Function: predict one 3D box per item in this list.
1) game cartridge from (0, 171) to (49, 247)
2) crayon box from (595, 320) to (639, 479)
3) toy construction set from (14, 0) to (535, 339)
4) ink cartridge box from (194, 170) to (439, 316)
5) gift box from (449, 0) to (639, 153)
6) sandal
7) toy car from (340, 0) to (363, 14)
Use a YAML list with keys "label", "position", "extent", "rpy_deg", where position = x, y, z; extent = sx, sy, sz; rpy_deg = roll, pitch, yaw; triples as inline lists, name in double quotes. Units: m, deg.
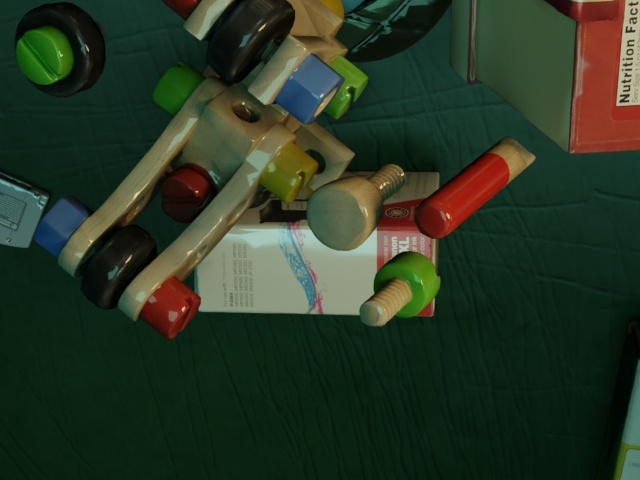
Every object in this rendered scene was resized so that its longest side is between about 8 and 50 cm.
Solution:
- label: "game cartridge"
  position: [-0.263, -0.029, 1.272]
  extent: [0.083, 0.017, 0.056]
  rpy_deg: [24, 108, -4]
- label: "crayon box"
  position: [0.318, 0.233, 1.283]
  extent: [0.202, 0.081, 0.318]
  rpy_deg: [9, 111, 1]
- label: "toy construction set"
  position: [-0.012, -0.075, 1.029]
  extent: [0.309, 0.237, 0.257]
  rpy_deg: [18, 118, 23]
- label: "ink cartridge box"
  position: [0.000, 0.000, 1.196]
  extent: [0.175, 0.127, 0.072]
  rpy_deg: [1, 112, 5]
- label: "gift box"
  position: [0.236, -0.193, 1.035]
  extent: [0.276, 0.258, 0.255]
  rpy_deg: [-1, 111, -15]
- label: "sandal"
  position: [0.069, -0.220, 1.144]
  extent: [0.090, 0.060, 0.219]
  rpy_deg: [32, 97, -14]
- label: "toy car"
  position: [-0.067, -0.296, 1.080]
  extent: [0.219, 0.210, 0.238]
  rpy_deg: [26, 73, -36]
